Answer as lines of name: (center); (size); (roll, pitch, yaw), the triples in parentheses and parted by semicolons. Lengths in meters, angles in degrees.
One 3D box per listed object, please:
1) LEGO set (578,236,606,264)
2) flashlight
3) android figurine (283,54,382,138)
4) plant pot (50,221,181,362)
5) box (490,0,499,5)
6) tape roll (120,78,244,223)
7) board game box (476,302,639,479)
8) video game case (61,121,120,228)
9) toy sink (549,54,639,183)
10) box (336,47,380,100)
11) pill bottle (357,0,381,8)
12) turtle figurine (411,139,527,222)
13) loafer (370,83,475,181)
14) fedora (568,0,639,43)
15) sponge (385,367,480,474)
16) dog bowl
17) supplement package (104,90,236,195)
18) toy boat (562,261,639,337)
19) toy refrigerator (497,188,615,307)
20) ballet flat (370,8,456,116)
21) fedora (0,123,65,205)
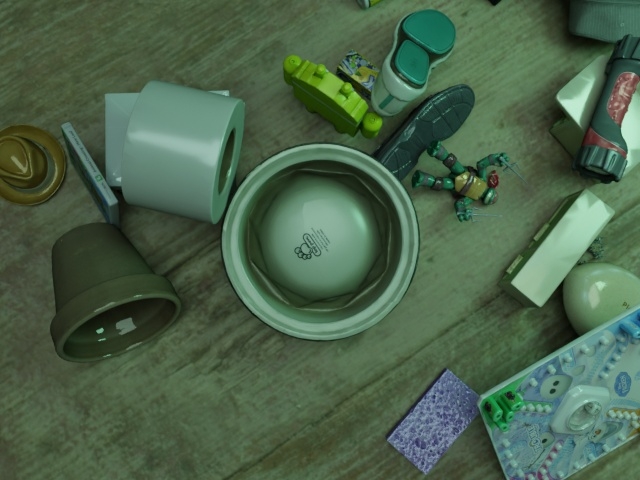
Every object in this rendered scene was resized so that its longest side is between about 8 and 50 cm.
LEGO set: (0.622, 0.025, 1.494); (0.083, 0.023, 0.054); (-36, 84, 9)
flashlight: (0.621, -0.273, 1.347); (0.103, 0.103, 0.304); (24, 87, -1)
android figurine: (0.021, -0.301, 1.383); (0.248, 0.273, 0.056); (35, 86, 3)
plant pot: (-0.454, 0.094, 1.369); (0.263, 0.263, 0.229); (-28, 67, -4)
box: (0.414, -0.672, 1.428); (0.143, 0.270, 0.165); (-42, 87, -5)
tape roll: (-0.254, -0.166, 1.232); (0.169, 0.246, 0.246); (12, 84, 0)
board game box: (0.536, 0.357, 1.325); (0.390, 0.050, 0.390); (-29, 125, -4)
video game case: (-0.485, -0.127, 1.387); (0.023, 0.212, 0.193); (-31, 86, -21)
toy sink: (0.625, -0.267, 1.465); (0.153, 0.131, 0.234); (-42, 92, -5)
box: (0.120, -0.363, 1.501); (0.169, 0.054, 0.059); (38, 84, 3)
pill bottle: (0.139, -0.594, 1.518); (0.116, 0.065, 0.065); (-30, 86, -4)
turtle figurine: (0.328, -0.124, 1.450); (0.234, 0.118, 0.175); (23, 86, -12)
loafer: (0.215, -0.250, 1.474); (0.302, 0.095, 0.109); (-44, 125, -7)
fedora: (0.658, -0.514, 1.469); (0.275, 0.243, 0.124); (1, 113, -10)
sponge: (0.256, 0.397, 1.441); (0.117, 0.031, 0.210); (42, 85, 3)
dog bowl: (0.000, 0.000, 1.395); (0.408, 0.150, 0.408); (0, 93, -1)
supplement package: (-0.320, -0.206, 1.429); (0.262, 0.145, 0.204); (-2, 84, -1)
toy boat: (0.594, 0.203, 1.425); (0.267, 0.148, 0.318); (44, 78, -2)
toy refrigerator: (0.518, 0.017, 1.449); (0.094, 0.102, 0.269); (39, 85, 2)
ballet flat: (0.191, -0.389, 1.419); (0.139, 0.139, 0.400); (28, 41, 2)
fedora: (-0.671, -0.175, 1.452); (0.194, 0.079, 0.194); (0, 85, -2)
